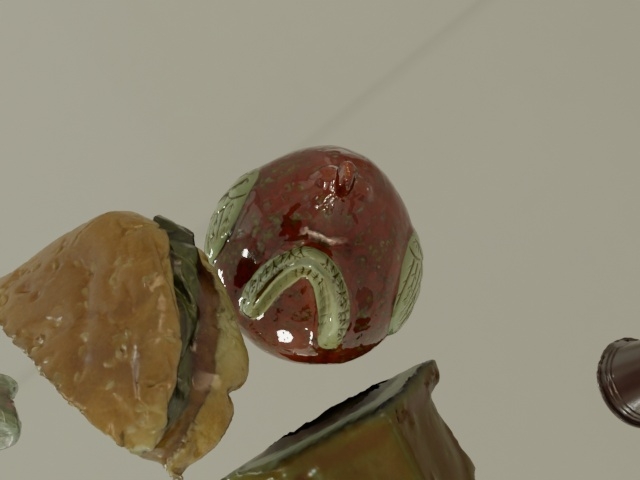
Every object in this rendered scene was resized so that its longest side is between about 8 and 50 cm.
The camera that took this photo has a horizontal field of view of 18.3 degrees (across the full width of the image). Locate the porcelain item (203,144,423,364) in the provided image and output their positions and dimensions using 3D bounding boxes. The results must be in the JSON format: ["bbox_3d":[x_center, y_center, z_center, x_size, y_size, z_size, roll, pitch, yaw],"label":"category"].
[{"bbox_3d":[0.000,0.000,2.126,0.253,0.253,0.253,51,178,2],"label":"porcelain item"}]

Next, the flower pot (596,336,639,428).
[{"bbox_3d":[0.387,0.153,2.281,0.111,0.111,0.089,51,147,-1],"label":"flower pot"}]

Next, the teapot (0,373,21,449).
[{"bbox_3d":[-0.332,0.170,1.955,0.064,0.083,0.064,49,-149,-43],"label":"teapot"}]

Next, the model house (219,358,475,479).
[{"bbox_3d":[0.057,0.299,2.224,0.239,0.268,0.173,62,-173,-3],"label":"model house"}]

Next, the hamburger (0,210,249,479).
[{"bbox_3d":[-0.193,0.071,1.978,0.330,0.209,0.162,34,169,48],"label":"hamburger"}]
